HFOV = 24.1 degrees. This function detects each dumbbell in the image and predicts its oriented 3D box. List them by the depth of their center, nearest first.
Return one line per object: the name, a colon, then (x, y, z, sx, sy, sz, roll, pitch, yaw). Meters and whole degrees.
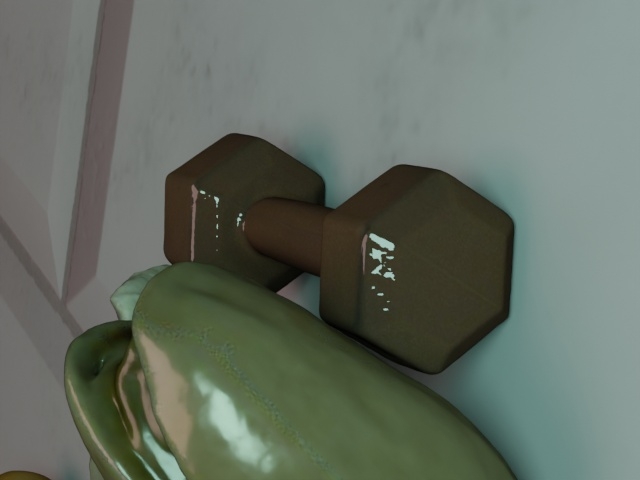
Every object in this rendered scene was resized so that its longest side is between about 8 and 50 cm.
dumbbell: (0.000, 0.000, 0.737, 0.231, 0.092, 0.082, 15, 75, 60)

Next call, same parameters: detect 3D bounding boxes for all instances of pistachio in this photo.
pistachio: (-0.003, 0.098, 0.629, 0.136, 0.226, 0.136, -45, 19, 20)

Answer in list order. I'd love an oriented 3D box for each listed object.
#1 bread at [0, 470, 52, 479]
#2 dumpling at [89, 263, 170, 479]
bread: (-0.189, 0.251, 1.094, 0.239, 0.074, 0.093, 41, 142, 54)
dumpling: (-0.049, 0.099, 0.764, 0.126, 0.216, 0.166, -37, 26, 23)
